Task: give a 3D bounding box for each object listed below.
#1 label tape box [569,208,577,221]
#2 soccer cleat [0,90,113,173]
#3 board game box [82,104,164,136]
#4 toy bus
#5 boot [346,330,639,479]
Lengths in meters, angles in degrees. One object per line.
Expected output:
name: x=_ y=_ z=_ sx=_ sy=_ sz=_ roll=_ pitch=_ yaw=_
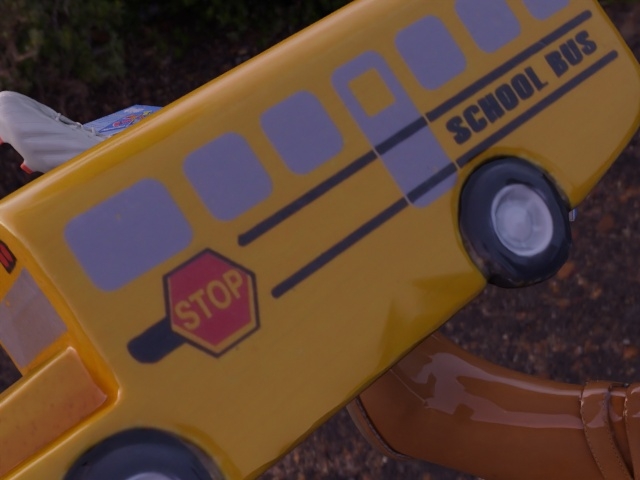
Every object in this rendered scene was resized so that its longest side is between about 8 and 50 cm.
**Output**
label tape box: x=0.191 y=-0.137 z=1.428 sx=0.347 sy=0.115 sz=0.249 roll=4 pitch=33 yaw=19
soccer cleat: x=-0.185 y=-0.067 z=0.869 sx=0.076 sy=0.196 sz=0.068 roll=-40 pitch=24 yaw=22
board game box: x=-0.287 y=-0.149 z=1.428 sx=0.145 sy=0.027 sz=0.281 roll=-25 pitch=16 yaw=-16
toy bus: x=-0.014 y=0.003 z=0.399 sx=0.332 sy=0.108 sz=0.130 roll=-35 pitch=93 yaw=-29
boot: x=0.113 y=0.082 z=0.495 sx=0.152 sy=0.197 sz=0.073 roll=-14 pitch=46 yaw=46
